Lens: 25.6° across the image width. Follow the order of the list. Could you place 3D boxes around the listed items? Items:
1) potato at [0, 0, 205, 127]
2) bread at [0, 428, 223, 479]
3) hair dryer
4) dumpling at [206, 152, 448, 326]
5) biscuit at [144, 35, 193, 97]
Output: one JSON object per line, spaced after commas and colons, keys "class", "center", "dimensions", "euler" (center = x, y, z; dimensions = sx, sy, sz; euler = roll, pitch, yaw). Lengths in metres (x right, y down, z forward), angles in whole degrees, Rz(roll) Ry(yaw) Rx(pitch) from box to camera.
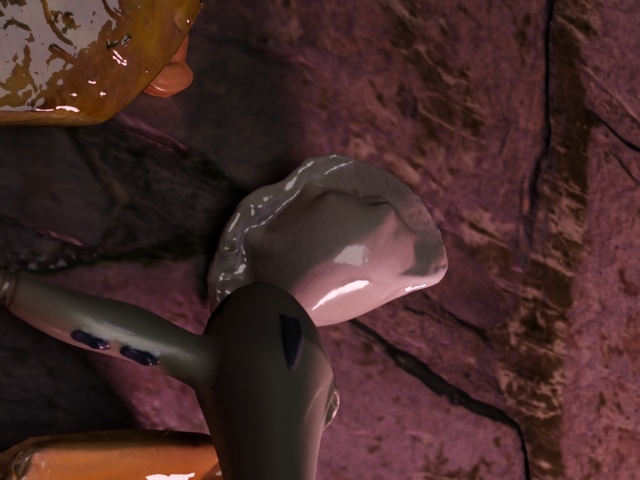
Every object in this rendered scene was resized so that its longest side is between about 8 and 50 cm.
{"class": "potato", "center": [-0.218, -0.157, 1.040], "dimensions": [0.298, 0.141, 0.176], "euler": [-31, 96, -23]}
{"class": "bread", "center": [-0.168, 0.221, 1.083], "dimensions": [0.241, 0.107, 0.136], "euler": [5, 66, -47]}
{"class": "hair dryer", "center": [-0.098, 0.128, 1.055], "dimensions": [0.298, 0.296, 0.119], "euler": [8, 121, -33]}
{"class": "dumpling", "center": [0.000, 0.000, 1.271], "dimensions": [0.228, 0.124, 0.151], "euler": [-16, 86, -21]}
{"class": "biscuit", "center": [-0.168, -0.234, 1.172], "dimensions": [0.162, 0.035, 0.250], "euler": [-45, 117, -41]}
